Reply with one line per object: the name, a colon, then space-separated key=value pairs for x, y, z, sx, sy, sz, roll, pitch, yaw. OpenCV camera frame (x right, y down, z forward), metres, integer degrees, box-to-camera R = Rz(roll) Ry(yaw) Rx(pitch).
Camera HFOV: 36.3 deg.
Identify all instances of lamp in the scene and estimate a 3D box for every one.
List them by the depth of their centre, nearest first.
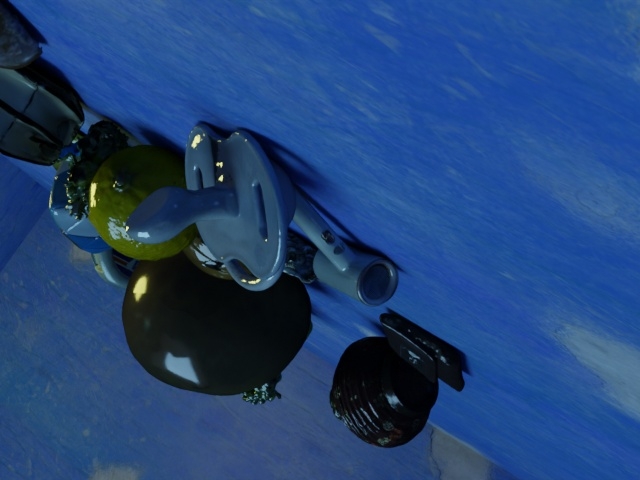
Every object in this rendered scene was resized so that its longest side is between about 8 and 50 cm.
lamp: x=0.128 y=0.323 z=2.084 sx=0.247 sy=0.247 sz=0.247 roll=32 pitch=170 yaw=6

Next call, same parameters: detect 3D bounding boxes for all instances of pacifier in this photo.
pacifier: x=-0.151 y=-0.032 z=1.275 sx=0.207 sy=0.227 sz=0.279 roll=-12 pitch=-165 yaw=-29

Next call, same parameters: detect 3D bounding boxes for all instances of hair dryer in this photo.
hair dryer: x=0.000 y=0.000 z=1.398 sx=0.236 sy=0.073 sz=0.131 roll=44 pitch=167 yaw=-36

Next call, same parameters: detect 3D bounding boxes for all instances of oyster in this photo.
oyster: x=-0.051 y=0.019 z=1.686 sx=0.177 sy=0.064 sz=0.125 roll=26 pitch=-172 yaw=-18

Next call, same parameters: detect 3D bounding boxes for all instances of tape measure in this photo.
tape measure: x=-0.445 y=0.001 z=2.387 sx=0.243 sy=0.246 sz=0.125 roll=31 pitch=176 yaw=-29

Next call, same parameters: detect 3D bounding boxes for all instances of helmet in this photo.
helmet: x=-0.196 y=-0.007 z=1.815 sx=0.224 sy=0.130 sz=0.198 roll=34 pitch=167 yaw=5

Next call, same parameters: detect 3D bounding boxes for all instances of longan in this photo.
longan: x=-0.227 y=0.150 z=2.083 sx=0.404 sy=0.404 sz=0.336 roll=26 pitch=132 yaw=36

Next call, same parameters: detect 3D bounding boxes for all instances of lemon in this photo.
lemon: x=-0.295 y=-0.064 z=1.657 sx=0.192 sy=0.192 sz=0.231 roll=29 pitch=170 yaw=24

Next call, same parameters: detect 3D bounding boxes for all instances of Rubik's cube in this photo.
Rubik's cube: x=-0.406 y=-0.117 z=1.941 sx=0.254 sy=0.254 sz=0.254 roll=32 pitch=170 yaw=6

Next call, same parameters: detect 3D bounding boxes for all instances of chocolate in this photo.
chocolate: x=-0.559 y=-0.342 z=1.458 sx=0.303 sy=0.100 sz=0.185 roll=32 pitch=174 yaw=28

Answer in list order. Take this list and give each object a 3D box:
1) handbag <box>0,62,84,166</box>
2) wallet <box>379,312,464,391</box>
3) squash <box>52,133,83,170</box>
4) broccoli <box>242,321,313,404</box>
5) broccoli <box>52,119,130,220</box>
handbag: x=-0.610 y=-0.285 z=1.710 sx=0.359 sy=0.160 sz=0.237 roll=33 pitch=176 yaw=5
wallet: x=0.195 y=0.213 z=1.870 sx=0.182 sy=0.049 sz=0.229 roll=33 pitch=169 yaw=18
squash: x=-0.541 y=-0.222 z=2.202 sx=0.237 sy=0.155 sz=0.204 roll=88 pitch=162 yaw=-80
broccoli: x=-0.175 y=0.250 z=2.540 sx=0.272 sy=0.324 sz=0.334 roll=29 pitch=-173 yaw=-41
broccoli: x=-0.406 y=-0.125 z=1.742 sx=0.154 sy=0.167 sz=0.160 roll=57 pitch=-172 yaw=3
